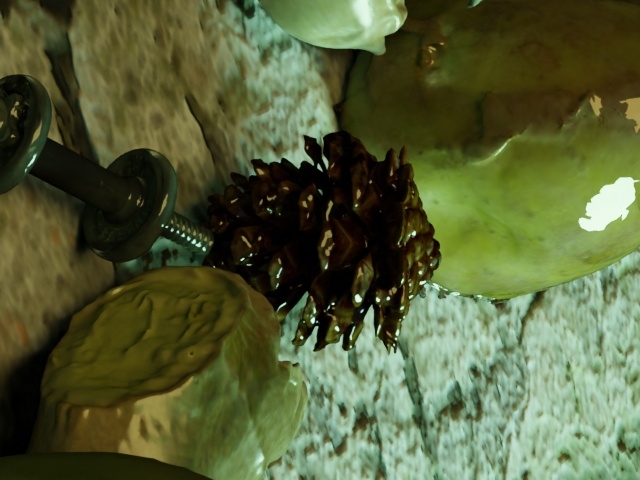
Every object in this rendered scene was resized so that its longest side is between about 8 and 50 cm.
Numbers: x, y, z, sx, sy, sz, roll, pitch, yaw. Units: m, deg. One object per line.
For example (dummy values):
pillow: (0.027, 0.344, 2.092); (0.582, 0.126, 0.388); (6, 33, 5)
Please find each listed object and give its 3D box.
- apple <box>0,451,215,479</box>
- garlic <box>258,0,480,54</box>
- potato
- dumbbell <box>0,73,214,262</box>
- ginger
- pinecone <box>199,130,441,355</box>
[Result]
apple: (-0.138, 0.335, 0.933); (0.473, 0.473, 0.474); (10, 76, -47)
garlic: (0.054, -0.309, 1.402); (0.249, 0.286, 0.313); (93, 5, -70)
potato: (0.202, -0.095, 1.533); (0.289, 0.237, 0.301); (-49, 119, -41)
dumbbell: (-0.160, -0.044, 1.232); (0.254, 0.081, 0.082); (29, 63, -43)
ginger: (-0.100, 0.148, 1.239); (0.275, 0.130, 0.221); (-34, 119, -47)
pinecone: (0.000, 0.000, 1.354); (0.173, 0.173, 0.174); (10, 76, -47)
